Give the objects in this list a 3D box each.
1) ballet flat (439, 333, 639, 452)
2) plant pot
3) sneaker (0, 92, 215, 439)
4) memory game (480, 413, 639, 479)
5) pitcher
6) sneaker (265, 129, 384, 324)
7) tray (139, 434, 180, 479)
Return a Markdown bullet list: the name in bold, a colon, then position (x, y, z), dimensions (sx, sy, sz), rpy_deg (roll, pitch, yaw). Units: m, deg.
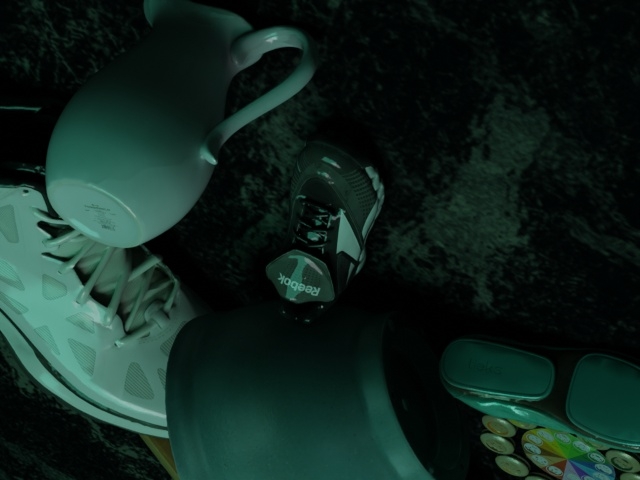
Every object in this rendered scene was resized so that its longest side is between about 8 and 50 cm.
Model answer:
- **ballet flat**: position (0.228, 0.136, 1.727), dimensions (0.247, 0.083, 0.087), rpy_deg (13, 171, 28)
- **plant pot**: position (0.017, 0.177, 1.797), dimensions (0.196, 0.293, 0.293), rpy_deg (-21, 128, 23)
- **sneaker**: position (-0.227, 0.024, 1.845), dimensions (0.447, 0.169, 0.257), rpy_deg (36, 153, -7)
- **memory game**: position (0.240, 0.217, 1.894), dimensions (0.186, 0.012, 0.186), rpy_deg (22, 151, 13)
- **pitcher**: position (-0.109, -0.096, 1.510), dimensions (0.178, 0.207, 0.125), rpy_deg (7, 145, 33)
- **sneaker**: position (0.000, 0.000, 1.668), dimensions (0.078, 0.106, 0.234), rpy_deg (23, 151, 10)
- **tray**: position (-0.051, 0.297, 2.223), dimensions (0.203, 0.076, 0.411), rpy_deg (8, 144, 34)
